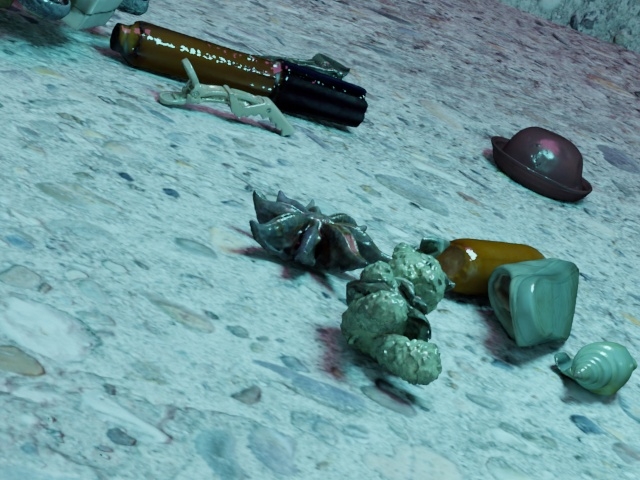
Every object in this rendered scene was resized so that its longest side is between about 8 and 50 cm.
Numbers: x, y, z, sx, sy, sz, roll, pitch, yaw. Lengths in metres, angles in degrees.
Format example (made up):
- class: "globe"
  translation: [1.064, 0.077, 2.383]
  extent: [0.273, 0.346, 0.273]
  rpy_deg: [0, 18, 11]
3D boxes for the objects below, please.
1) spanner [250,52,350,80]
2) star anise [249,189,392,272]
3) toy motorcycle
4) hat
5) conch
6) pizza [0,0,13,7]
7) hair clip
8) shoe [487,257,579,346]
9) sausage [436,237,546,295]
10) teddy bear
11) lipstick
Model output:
- class: "spanner"
  translation: [-0.056, -0.301, 2.586]
  extent: [0.325, 0.026, 0.093]
  rpy_deg: [0, 30, -49]
- class: "star anise"
  translation: [0.000, 0.000, 1.798]
  extent: [0.181, 0.061, 0.204]
  rpy_deg: [25, 15, 18]
- class: "toy motorcycle"
  translation: [-0.378, -0.388, 2.147]
  extent: [0.223, 0.108, 0.341]
  rpy_deg: [42, 20, 5]
- class: "hat"
  translation: [0.386, -0.142, 2.607]
  extent: [0.205, 0.089, 0.205]
  rpy_deg: [22, 18, -8]
- class: "conch"
  translation: [0.326, 0.155, 1.810]
  extent: [0.180, 0.088, 0.065]
  rpy_deg: [3, 72, -61]
- class: "pizza"
  translation: [-0.656, -0.463, 2.152]
  extent: [0.435, 0.080, 0.392]
  rpy_deg: [12, 32, -40]
- class: "hair clip"
  translation: [-0.120, -0.203, 2.178]
  extent: [0.226, 0.072, 0.034]
  rpy_deg: [13, 25, -33]
- class: "shoe"
  translation: [0.255, 0.074, 1.878]
  extent: [0.100, 0.103, 0.251]
  rpy_deg: [4, 4, 19]
- class: "sausage"
  translation: [0.221, 0.035, 1.955]
  extent: [0.197, 0.076, 0.076]
  rpy_deg: [3, 29, -48]
- class: "teddy bear"
  translation: [0.079, 0.077, 1.638]
  extent: [0.133, 0.111, 0.213]
  rpy_deg: [64, 23, -17]
- class: "lipstick"
  translation: [-0.117, -0.253, 2.304]
  extent: [0.418, 0.077, 0.077]
  rpy_deg: [14, 22, -26]
